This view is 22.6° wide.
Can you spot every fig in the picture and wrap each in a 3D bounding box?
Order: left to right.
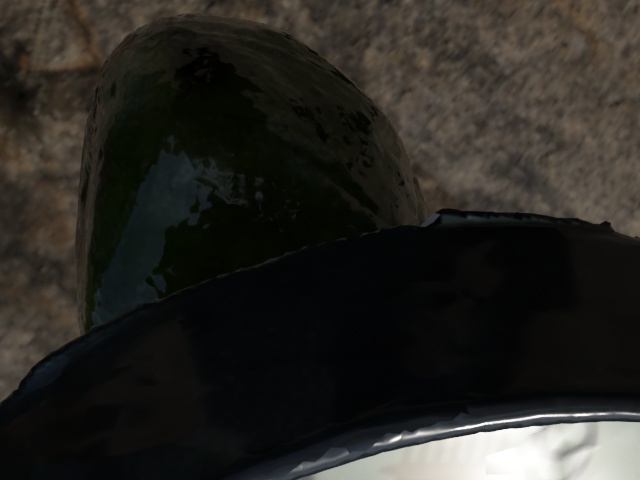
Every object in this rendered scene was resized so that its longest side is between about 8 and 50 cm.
[{"bbox_3d":[0.000,0.000,0.772,0.235,0.203,0.203,9,131,-11],"label":"fig"}]

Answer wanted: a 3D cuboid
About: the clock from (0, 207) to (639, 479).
[{"bbox_3d":[0.041,0.176,0.484,0.386,0.076,0.386,-5,120,-9],"label":"clock"}]
